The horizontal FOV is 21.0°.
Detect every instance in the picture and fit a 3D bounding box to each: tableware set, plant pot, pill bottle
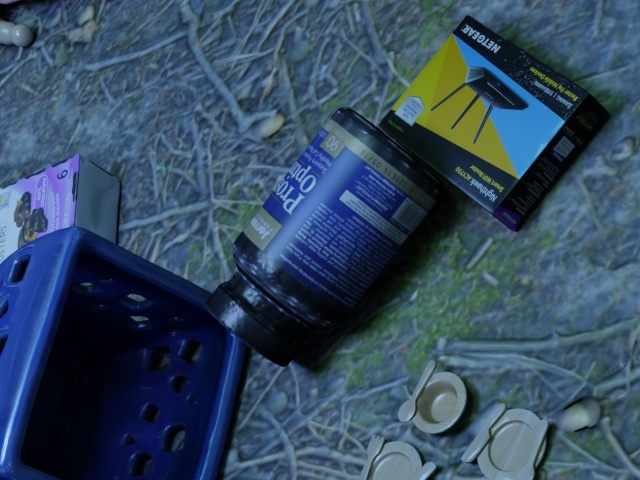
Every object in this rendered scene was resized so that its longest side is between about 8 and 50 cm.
[{"bbox_3d":[0.104,0.181,1.420,0.169,0.020,0.141,29,85,45],"label":"tableware set"},{"bbox_3d":[-0.234,0.141,1.583,0.212,0.236,0.236,-7,61,43],"label":"plant pot"},{"bbox_3d":[0.000,0.000,1.543,0.219,0.123,0.123,-52,44,3],"label":"pill bottle"}]

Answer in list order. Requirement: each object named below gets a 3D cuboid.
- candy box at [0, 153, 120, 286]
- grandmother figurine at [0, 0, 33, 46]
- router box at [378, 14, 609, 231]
[{"bbox_3d":[-0.311,0.021,1.829,0.196,0.070,0.165,-21,53,29],"label":"candy box"},{"bbox_3d":[-0.397,-0.329,2.075,0.342,0.104,0.208,-18,70,39],"label":"grandmother figurine"},{"bbox_3d":[0.151,-0.107,1.535,0.133,0.046,0.179,-52,44,3],"label":"router box"}]
